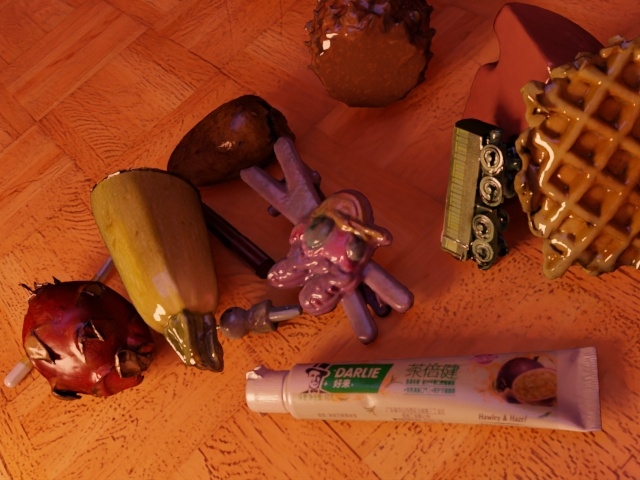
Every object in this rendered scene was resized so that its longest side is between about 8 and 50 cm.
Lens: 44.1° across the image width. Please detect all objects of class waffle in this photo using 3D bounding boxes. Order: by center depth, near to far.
[{"bbox_3d":[0.269,-0.072,0.665,0.214,0.208,0.054,-14,18,3],"label":"waffle"}]

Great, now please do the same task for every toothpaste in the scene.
[{"bbox_3d":[0.082,0.134,0.699,0.314,0.056,0.058,-6,91,21],"label":"toothpaste"}]

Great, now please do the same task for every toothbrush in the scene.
[{"bbox_3d":[-0.288,0.065,0.981,0.021,0.024,0.288,22,68,42],"label":"toothbrush"}]

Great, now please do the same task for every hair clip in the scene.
[{"bbox_3d":[-0.009,-0.009,0.838,0.137,0.090,0.278,-40,44,6],"label":"hair clip"}]

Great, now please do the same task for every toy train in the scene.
[{"bbox_3d":[0.149,-0.042,0.742,0.038,0.148,0.071,-22,39,-31],"label":"toy train"}]

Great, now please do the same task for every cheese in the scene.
[{"bbox_3d":[0.211,-0.133,0.754,0.202,0.177,0.128,-22,45,10],"label":"cheese"}]

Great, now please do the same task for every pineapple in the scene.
[{"bbox_3d":[0.073,-0.332,1.015,0.165,0.166,0.365,-11,47,21],"label":"pineapple"}]

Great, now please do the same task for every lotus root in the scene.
[{"bbox_3d":[-0.130,-0.114,0.994,0.190,0.095,0.108,-25,10,16],"label":"lotus root"}]

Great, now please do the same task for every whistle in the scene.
[{"bbox_3d":[-0.066,0.082,0.831,0.100,0.035,0.035,-13,48,18],"label":"whistle"}]

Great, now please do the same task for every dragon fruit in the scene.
[{"bbox_3d":[-0.280,0.094,0.889,0.125,0.125,0.246,-54,42,-5],"label":"dragon fruit"}]

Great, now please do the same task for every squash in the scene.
[{"bbox_3d":[-0.163,0.018,0.851,0.137,0.137,0.287,-34,41,-1],"label":"squash"}]

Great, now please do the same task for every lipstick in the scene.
[{"bbox_3d":[-0.108,-0.005,0.936,0.027,0.027,0.176,-43,44,-9],"label":"lipstick"}]
